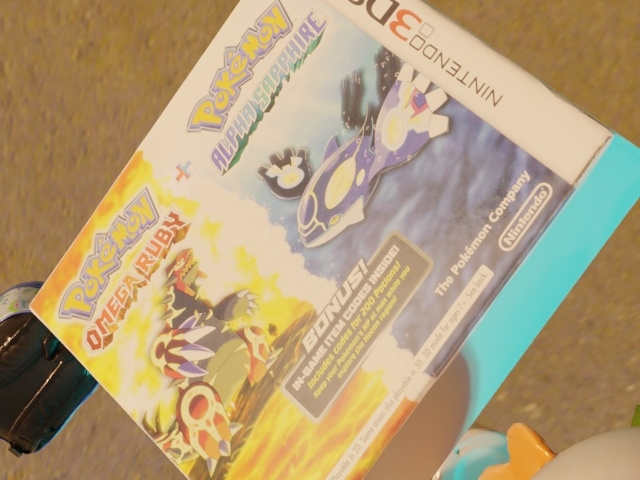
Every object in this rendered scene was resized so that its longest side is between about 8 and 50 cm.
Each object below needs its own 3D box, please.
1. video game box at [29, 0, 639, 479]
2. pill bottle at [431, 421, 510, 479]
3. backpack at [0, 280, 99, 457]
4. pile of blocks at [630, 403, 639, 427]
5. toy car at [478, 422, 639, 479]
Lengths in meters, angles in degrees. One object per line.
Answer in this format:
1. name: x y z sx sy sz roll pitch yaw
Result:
1. video game box: 0.000 0.000 0.691 0.187 0.048 0.205 41 99 39
2. pill bottle: 0.095 0.153 1.198 0.065 0.116 0.065 0 91 -10
3. backpack: -0.222 0.088 1.344 0.105 0.084 0.114 38 112 -21
4. pile of blocks: 0.169 0.113 0.843 0.149 0.362 0.113 17 86 -2
5. toy car: 0.134 0.147 0.579 0.219 0.238 0.210 -30 119 -18
